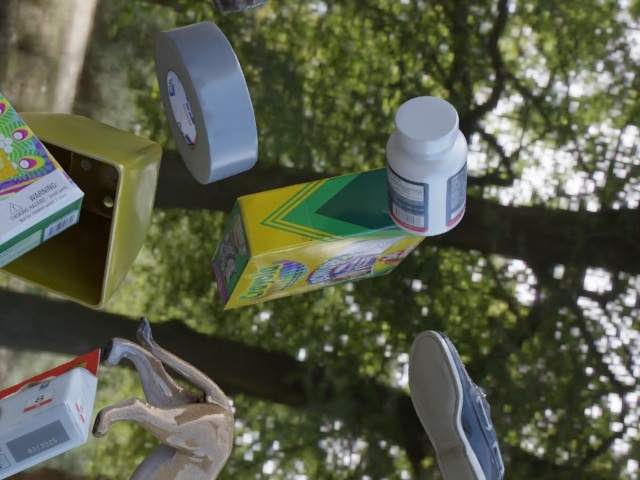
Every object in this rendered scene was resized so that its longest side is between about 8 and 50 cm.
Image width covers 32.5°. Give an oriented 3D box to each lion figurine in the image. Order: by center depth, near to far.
[{"bbox_3d":[-0.188,0.300,1.318,0.392,0.240,0.142,-66,-159,8],"label":"lion figurine"}]

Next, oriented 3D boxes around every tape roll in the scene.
[{"bbox_3d":[-0.162,-0.193,1.537,0.219,0.072,0.219,161,-90,-73],"label":"tape roll"}]

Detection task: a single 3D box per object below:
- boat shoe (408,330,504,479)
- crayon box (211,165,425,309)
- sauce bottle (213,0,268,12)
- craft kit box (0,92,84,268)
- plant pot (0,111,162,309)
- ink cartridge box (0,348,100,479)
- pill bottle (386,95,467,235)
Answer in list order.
[{"bbox_3d":[0.158,0.196,1.254,0.075,0.065,0.206,-14,-87,48],"label":"boat shoe"},{"bbox_3d":[0.000,0.000,1.790,0.363,0.313,0.106,124,-49,-70],"label":"crayon box"},{"bbox_3d":[-0.141,-0.445,1.316,0.111,0.111,0.344,-96,165,-54],"label":"sauce bottle"},{"bbox_3d":[-0.353,-0.055,0.824,0.250,0.246,0.061,-37,169,-30],"label":"craft kit box"},{"bbox_3d":[-0.330,-0.064,1.502,0.187,0.212,0.212,-43,150,-62],"label":"plant pot"},{"bbox_3d":[-0.256,0.137,0.900,0.179,0.145,0.045,-113,179,-69],"label":"ink cartridge box"},{"bbox_3d":[0.141,-0.100,1.453,0.180,0.108,0.108,84,5,-52],"label":"pill bottle"}]
